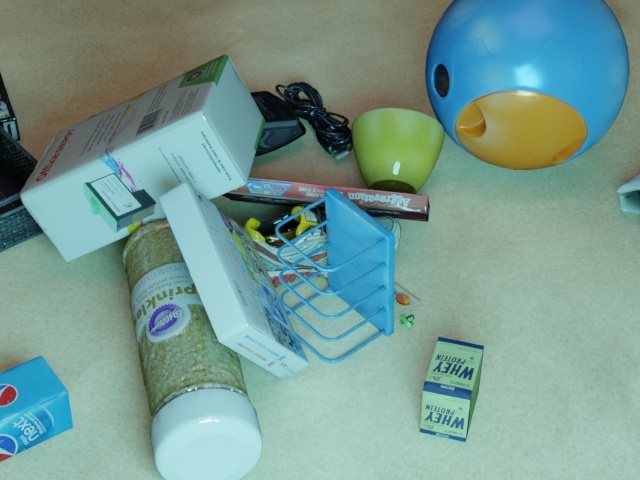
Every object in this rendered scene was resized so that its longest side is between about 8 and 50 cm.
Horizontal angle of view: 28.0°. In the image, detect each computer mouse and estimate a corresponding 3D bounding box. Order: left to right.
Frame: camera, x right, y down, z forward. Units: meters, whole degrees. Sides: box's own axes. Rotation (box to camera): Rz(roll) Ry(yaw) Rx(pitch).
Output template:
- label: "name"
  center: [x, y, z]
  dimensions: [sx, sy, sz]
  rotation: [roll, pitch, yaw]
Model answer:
- label: "computer mouse"
  center: [-0.101, -0.163, 1.907]
  dimensions: [0.272, 0.072, 0.188]
  rotation: [-6, 37, -27]

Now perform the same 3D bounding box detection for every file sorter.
- label: "file sorter"
  center: [0.014, 0.048, 1.579]
  dimensions: [0.104, 0.170, 0.118]
  rotation: [-30, 49, -26]

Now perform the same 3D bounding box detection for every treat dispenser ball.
- label: "treat dispenser ball"
  center: [0.294, -0.244, 1.834]
  dimensions: [0.288, 0.288, 0.288]
  rotation: [1, 40, -1]

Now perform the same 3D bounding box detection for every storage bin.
- label: "storage bin"
  center: [-0.459, -0.074, 1.775]
  dimensions: [0.122, 0.084, 0.180]
  rotation: [-27, 49, -30]

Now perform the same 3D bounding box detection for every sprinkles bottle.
- label: "sprinkles bottle"
  center: [-0.158, 0.125, 1.519]
  dimensions: [0.121, 0.121, 0.355]
  rotation: [-8, 41, -10]

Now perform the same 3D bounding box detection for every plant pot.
- label: "plant pot"
  center: [0.106, -0.114, 1.816]
  dimensions: [0.134, 0.134, 0.095]
  rotation: [5, 66, 4]

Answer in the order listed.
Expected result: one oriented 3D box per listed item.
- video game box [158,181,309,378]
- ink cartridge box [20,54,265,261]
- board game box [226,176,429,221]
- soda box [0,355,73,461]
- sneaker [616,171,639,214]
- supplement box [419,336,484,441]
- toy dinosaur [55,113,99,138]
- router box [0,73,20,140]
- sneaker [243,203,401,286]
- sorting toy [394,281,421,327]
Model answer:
- label: "video game box"
  center: [-0.102, 0.050, 1.524]
  dimensions: [0.048, 0.187, 0.205]
  rotation: [-32, 62, 11]
- label: "ink cartridge box"
  center: [-0.229, -0.109, 1.687]
  dimensions: [0.278, 0.117, 0.201]
  rotation: [-22, 25, 17]
- label: "board game box"
  center: [0.007, -0.057, 1.741]
  dimensions: [0.281, 0.027, 0.145]
  rotation: [6, -4, 6]
- label: "soda box"
  center: [-0.391, 0.214, 1.450]
  dimensions: [0.210, 0.067, 0.071]
  rotation: [-24, 47, -26]
- label: "sneaker"
  center: [0.509, -0.017, 1.736]
  dimensions: [0.121, 0.099, 0.262]
  rotation: [-26, 39, -18]
- label: "supplement box"
  center: [0.153, 0.174, 1.497]
  dimensions: [0.056, 0.083, 0.083]
  rotation: [10, 42, 12]
- label: "toy dinosaur"
  center: [-0.272, -0.174, 1.918]
  dimensions: [0.268, 0.064, 0.118]
  rotation: [-28, 42, -34]
- label: "router box"
  center: [-0.542, -0.204, 1.954]
  dimensions: [0.133, 0.046, 0.179]
  rotation: [-13, 42, -16]
- label: "sneaker"
  center: [0.000, 0.000, 1.691]
  dimensions: [0.225, 0.093, 0.088]
  rotation: [-10, 42, -14]
- label: "sorting toy"
  center: [0.100, 0.083, 1.657]
  dimensions: [0.062, 0.012, 0.083]
  rotation: [-30, 49, -32]
